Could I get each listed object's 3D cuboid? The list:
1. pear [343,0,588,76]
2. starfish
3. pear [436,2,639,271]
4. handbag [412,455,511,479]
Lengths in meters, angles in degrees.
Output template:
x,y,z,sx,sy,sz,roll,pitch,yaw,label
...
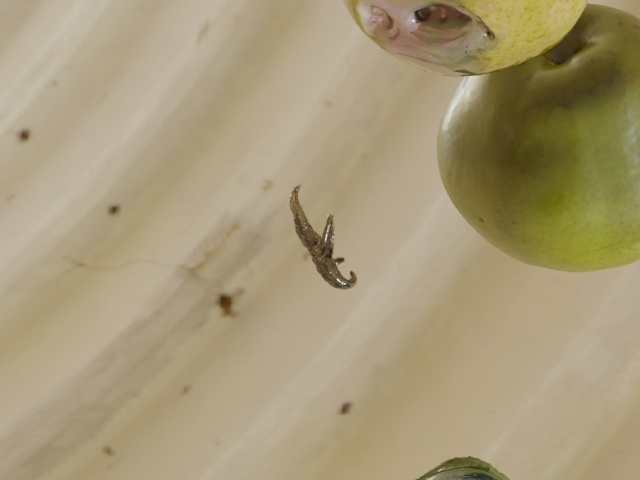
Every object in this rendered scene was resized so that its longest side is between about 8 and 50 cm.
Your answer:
x,y,z,sx,sy,sz,roll,pitch,yaw,label
0.088,-0.186,0.813,0.178,0.178,0.178,-3,-95,43,pear
0.000,0.000,0.999,0.091,0.028,0.078,60,-10,-18,starfish
0.268,-0.098,1.400,0.294,0.294,0.294,-3,-95,43,pear
0.093,0.327,1.023,0.263,0.222,0.241,-38,-164,10,handbag
